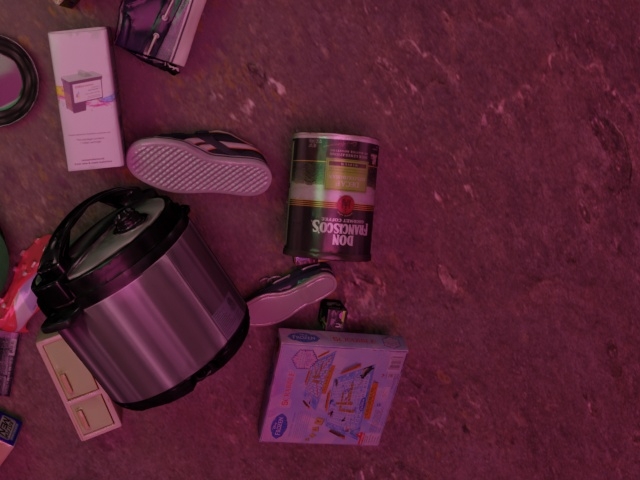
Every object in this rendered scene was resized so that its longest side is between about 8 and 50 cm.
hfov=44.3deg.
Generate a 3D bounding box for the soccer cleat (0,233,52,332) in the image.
[{"bbox_3d":[-0.652,0.099,1.784,0.095,0.083,0.248,30,92,-47],"label":"soccer cleat"}]

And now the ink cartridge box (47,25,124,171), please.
[{"bbox_3d":[-0.481,-0.300,1.641,0.117,0.201,0.278,-6,106,-11],"label":"ink cartridge box"}]

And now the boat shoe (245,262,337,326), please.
[{"bbox_3d":[-0.086,0.125,1.903,0.255,0.079,0.095,-28,124,4],"label":"boat shoe"}]

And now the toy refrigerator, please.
[{"bbox_3d":[-0.562,0.325,1.844,0.102,0.094,0.269,-20,108,-7],"label":"toy refrigerator"}]

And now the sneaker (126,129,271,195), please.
[{"bbox_3d":[-0.274,-0.178,1.750,0.321,0.127,0.126,9,123,-25],"label":"sneaker"}]

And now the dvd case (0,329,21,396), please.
[{"bbox_3d":[-0.818,0.270,1.813,0.221,0.018,0.164,10,103,-15],"label":"dvd case"}]

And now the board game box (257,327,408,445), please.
[{"bbox_3d":[0.025,0.371,1.959,0.318,0.066,0.318,6,119,-14],"label":"board game box"}]

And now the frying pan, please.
[{"bbox_3d":[-0.760,-0.337,1.650,0.326,0.053,0.197,-1,105,-10],"label":"frying pan"}]

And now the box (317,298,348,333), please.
[{"bbox_3d":[0.030,0.186,1.944,0.052,0.083,0.062,6,103,-14],"label":"box"}]

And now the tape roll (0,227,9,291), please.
[{"bbox_3d":[-0.832,0.043,1.660,0.321,0.077,0.321,-15,127,-22],"label":"tape roll"}]

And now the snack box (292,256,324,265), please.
[{"bbox_3d":[0.000,0.000,1.913,0.141,0.037,0.100,-9,104,-10],"label":"snack box"}]

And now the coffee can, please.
[{"bbox_3d":[0.025,-0.098,1.782,0.202,0.201,0.275,4,92,-13],"label":"coffee can"}]

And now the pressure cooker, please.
[{"bbox_3d":[-0.392,0.097,1.679,0.376,0.370,0.420,-34,112,-6],"label":"pressure cooker"}]

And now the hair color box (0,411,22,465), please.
[{"bbox_3d":[-0.883,0.432,1.786,0.339,0.110,0.185,32,103,-20],"label":"hair color box"}]

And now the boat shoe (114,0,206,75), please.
[{"bbox_3d":[-0.324,-0.531,1.653,0.158,0.127,0.340,14,102,-23],"label":"boat shoe"}]

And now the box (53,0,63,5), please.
[{"bbox_3d":[-0.466,-0.612,1.517,0.279,0.290,0.177,-45,110,2],"label":"box"}]
